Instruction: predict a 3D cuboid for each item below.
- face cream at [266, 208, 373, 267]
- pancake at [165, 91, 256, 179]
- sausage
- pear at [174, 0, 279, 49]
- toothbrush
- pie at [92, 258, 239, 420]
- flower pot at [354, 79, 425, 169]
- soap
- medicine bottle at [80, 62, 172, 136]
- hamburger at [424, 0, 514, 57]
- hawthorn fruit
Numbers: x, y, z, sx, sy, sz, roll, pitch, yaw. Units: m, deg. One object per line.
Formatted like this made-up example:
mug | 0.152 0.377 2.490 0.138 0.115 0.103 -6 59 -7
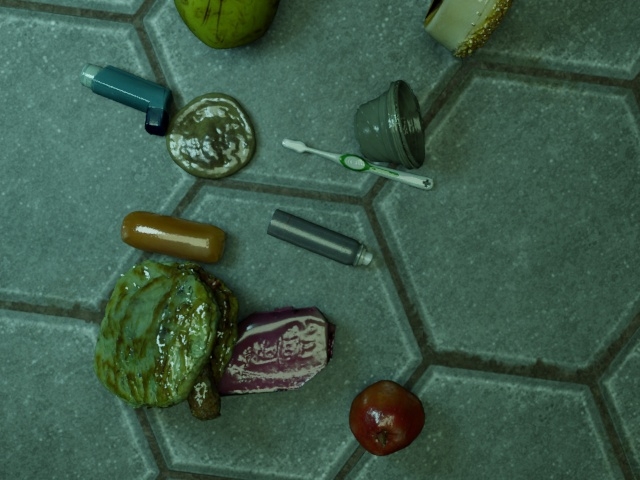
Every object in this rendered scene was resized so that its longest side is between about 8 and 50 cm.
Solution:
face cream | 0.000 0.000 1.834 0.283 0.073 0.073 21 92 -1
pancake | -0.287 -0.277 1.836 0.242 0.050 0.242 0 92 -1
sausage | -0.382 -0.009 1.822 0.274 0.105 0.105 11 92 0
pear | -0.227 -0.613 1.726 0.283 0.283 0.284 0 92 0
toothbrush | 0.099 -0.202 1.843 0.418 0.040 0.042 15 90 -1
pie | -0.407 0.237 1.757 0.418 0.180 0.395 7 83 33
flower pot | 0.170 -0.283 1.770 0.140 0.235 0.235 -7 92 23
soap | -0.117 0.287 1.821 0.324 0.127 0.220 -6 94 -1
medicine bottle | -0.500 -0.373 1.815 0.258 0.079 0.124 24 75 0
hamburger | 0.381 -0.593 1.704 0.170 0.302 0.302 27 92 -7
hawthorn fruit | 0.165 0.466 1.778 0.196 0.225 0.197 2 101 9
